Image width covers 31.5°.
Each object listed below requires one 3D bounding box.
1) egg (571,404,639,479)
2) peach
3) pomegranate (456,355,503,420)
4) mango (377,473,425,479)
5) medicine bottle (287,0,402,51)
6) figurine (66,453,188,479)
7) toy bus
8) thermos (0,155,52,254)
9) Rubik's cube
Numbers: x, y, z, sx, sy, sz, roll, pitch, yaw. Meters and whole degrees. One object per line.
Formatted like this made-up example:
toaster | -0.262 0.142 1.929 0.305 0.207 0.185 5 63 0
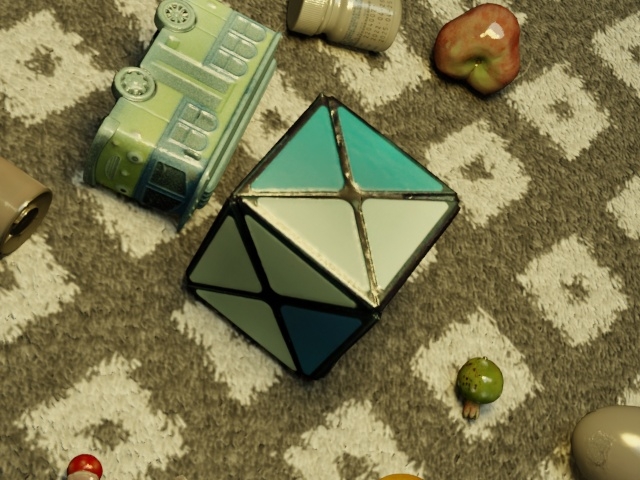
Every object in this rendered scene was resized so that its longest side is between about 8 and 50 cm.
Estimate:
egg | 0.451 0.310 1.614 0.198 0.146 0.146 29 55 2
peach | 0.268 -0.324 1.907 0.152 0.152 0.152 10 60 -18
pomegranate | 0.224 0.209 1.631 0.073 0.084 0.073 25 27 -14
mango | 0.136 0.376 1.485 0.178 0.090 0.115 33 48 -12
medicine bottle | 0.039 -0.371 1.843 0.168 0.105 0.105 11 59 -18
figurine | -0.240 0.379 1.305 0.176 0.186 0.287 51 25 -34
toy bus | -0.195 -0.194 1.618 0.190 0.152 0.312 28 55 -6
thermos | -0.466 -0.064 1.472 0.193 0.105 0.137 35 86 3
Rubik's cube | 0.000 0.000 1.536 0.246 0.250 0.248 38 53 0
